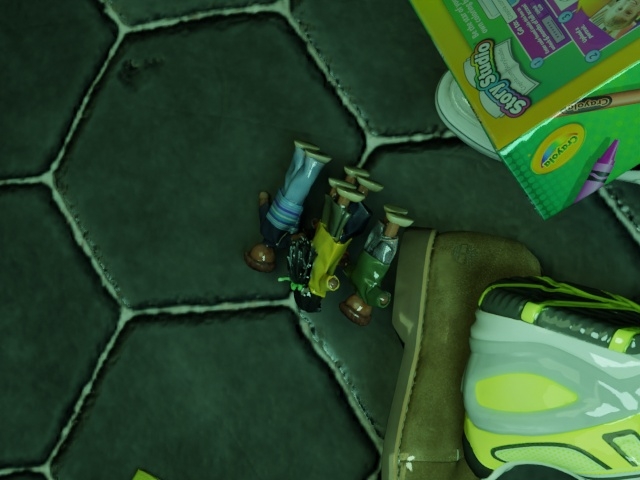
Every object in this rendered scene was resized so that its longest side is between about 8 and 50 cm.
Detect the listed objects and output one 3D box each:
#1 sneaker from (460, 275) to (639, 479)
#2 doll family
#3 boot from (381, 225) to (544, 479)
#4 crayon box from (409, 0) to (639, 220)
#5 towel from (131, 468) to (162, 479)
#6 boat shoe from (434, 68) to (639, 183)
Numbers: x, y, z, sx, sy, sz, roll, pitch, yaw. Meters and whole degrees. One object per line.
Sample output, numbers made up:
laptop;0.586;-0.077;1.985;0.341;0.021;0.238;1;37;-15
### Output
sneaker;0.281;0.145;1.203;0.384;0.145;0.147;19;104;15
doll family;0.000;0.000;1.343;0.076;0.193;0.111;15;107;-19
boot;0.107;0.141;1.285;0.115;0.112;0.305;4;79;10
crayon box;0.168;-0.159;1.255;0.165;0.081;0.278;-32;40;9
towel;-0.159;0.311;1.388;0.102;0.021;0.237;25;89;21
boat shoe;0.202;-0.094;1.300;0.258;0.084;0.095;13;85;21
